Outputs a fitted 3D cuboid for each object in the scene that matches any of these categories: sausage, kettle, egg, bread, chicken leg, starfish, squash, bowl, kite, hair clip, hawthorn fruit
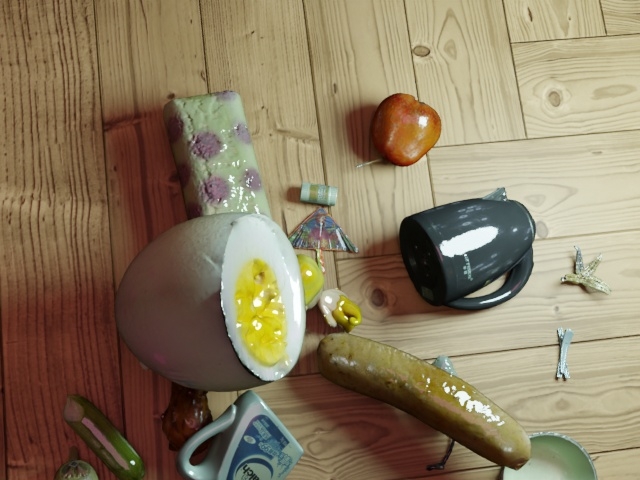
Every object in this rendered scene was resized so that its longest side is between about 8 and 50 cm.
[{"bbox_3d":[0.217,0.325,1.817,0.501,0.123,0.136,24,101,14],"label":"sausage"},{"bbox_3d":[0.352,0.030,1.924,0.290,0.207,0.268,-19,109,-18],"label":"kettle"},{"bbox_3d":[-0.246,0.131,1.721,0.340,0.354,0.354,-9,77,25],"label":"egg"},{"bbox_3d":[-0.227,-0.153,1.912,0.187,0.155,0.338,-12,79,-12],"label":"bread"},{"bbox_3d":[-0.293,0.310,1.848,0.113,0.093,0.304,-8,74,5],"label":"chicken leg"},{"bbox_3d":[0.605,0.079,1.994,0.130,0.041,0.133,-12,73,-16],"label":"starfish"},{"bbox_3d":[-0.460,0.418,1.814,0.069,0.069,0.239,-42,85,-12],"label":"squash"},{"bbox_3d":[0.478,0.520,1.854,0.211,0.112,0.211,1,77,-4],"label":"bowl"},{"bbox_3d":[0.000,0.000,1.974,0.190,0.010,0.159,4,79,-2],"label":"kite"},{"bbox_3d":[0.557,0.256,1.956,0.030,0.039,0.115,5,80,1],"label":"hair clip"},{"bbox_3d":[0.180,-0.234,1.980,0.163,0.162,0.203,29,99,1],"label":"hawthorn fruit"}]

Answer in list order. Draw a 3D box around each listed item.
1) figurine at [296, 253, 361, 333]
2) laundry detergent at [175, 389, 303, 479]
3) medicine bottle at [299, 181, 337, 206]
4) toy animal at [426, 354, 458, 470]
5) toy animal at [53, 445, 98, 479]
[{"bbox_3d":[-0.022,0.115,1.898,0.246,0.131,0.156,29,57,-12],"label":"figurine"},{"bbox_3d":[-0.192,0.468,1.784,0.280,0.105,0.215,-40,114,-12],"label":"laundry detergent"},{"bbox_3d":[-0.005,-0.106,1.977,0.083,0.047,0.047,8,77,-3],"label":"medicine bottle"},{"bbox_3d":[0.278,0.379,1.898,0.079,0.070,0.253,-2,90,30],"label":"toy animal"},{"bbox_3d":[-0.513,0.503,1.794,0.098,0.137,0.098,-8,119,-15],"label":"toy animal"}]
